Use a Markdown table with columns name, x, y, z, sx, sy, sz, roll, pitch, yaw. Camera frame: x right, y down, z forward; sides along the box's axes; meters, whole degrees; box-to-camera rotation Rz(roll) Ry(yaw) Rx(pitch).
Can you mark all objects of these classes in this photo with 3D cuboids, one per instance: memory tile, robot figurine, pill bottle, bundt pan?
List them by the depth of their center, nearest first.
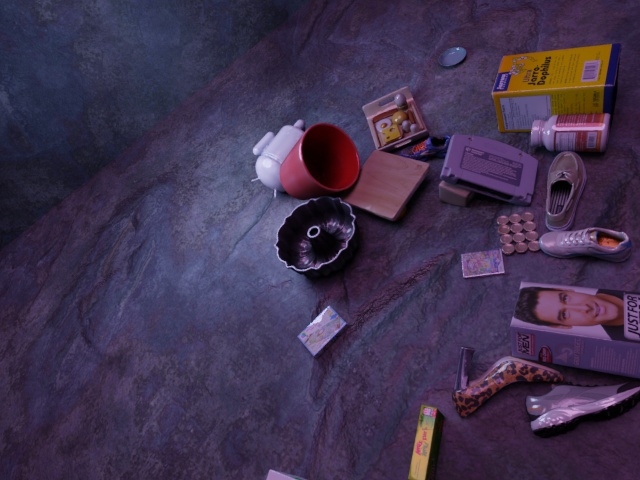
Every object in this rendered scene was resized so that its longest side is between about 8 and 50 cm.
| name | x | y | z | sx | sy | sz | roll | pitch | yaw |
| --- | --- | --- | --- | --- | --- | --- | --- | --- | --- |
| memory tile | 0.621 | -0.023 | 1.398 | 0.113 | 0.012 | 0.148 | -9 | 55 | 20 |
| pill bottle | 0.813 | -0.351 | 1.451 | 0.216 | 0.121 | 0.121 | 9 | 63 | 34 |
| bundt pan | 0.000 | 0.000 | 1.663 | 0.331 | 0.124 | 0.330 | -15 | 52 | 19 |
| robot figurine | -0.147 | -0.359 | 1.946 | 0.300 | 0.200 | 0.353 | 32 | 76 | 12 |

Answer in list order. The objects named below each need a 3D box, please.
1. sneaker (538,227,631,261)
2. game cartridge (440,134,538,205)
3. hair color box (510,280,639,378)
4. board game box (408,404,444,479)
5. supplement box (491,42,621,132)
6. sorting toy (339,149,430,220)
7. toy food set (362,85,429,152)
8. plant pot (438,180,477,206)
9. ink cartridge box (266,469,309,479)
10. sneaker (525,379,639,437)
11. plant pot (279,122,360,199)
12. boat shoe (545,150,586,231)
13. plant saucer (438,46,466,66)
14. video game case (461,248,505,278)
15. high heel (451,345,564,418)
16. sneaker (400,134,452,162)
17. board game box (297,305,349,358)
| name | x | y | z | sx | sy | sz | roll | pitch | yaw |
| --- | --- | --- | --- | --- | --- | --- | --- | --- | --- |
| sneaker | 0.745 | 0.001 | 1.262 | 0.229 | 0.092 | 0.087 | 4 | 62 | 33 |
| game cartridge | 0.564 | -0.245 | 1.482 | 0.297 | 0.062 | 0.198 | 19 | 61 | 5 |
| hair color box | 0.682 | 0.216 | 1.092 | 0.375 | 0.113 | 0.185 | 3 | 35 | 32 |
| board game box | 0.277 | 0.532 | 1.152 | 0.043 | 0.092 | 0.181 | 2 | 59 | 30 |
| supplement box | 0.801 | -0.511 | 1.520 | 0.357 | 0.194 | 0.195 | 8 | 63 | 33 |
| sorting toy | 0.250 | -0.196 | 1.682 | 0.257 | 0.089 | 0.255 | 25 | 73 | 39 |
| toy food set | 0.307 | -0.507 | 1.867 | 0.220 | 0.092 | 0.306 | -21 | 50 | 15 |
| plant pot | 0.483 | -0.181 | 1.536 | 0.096 | 0.109 | 0.109 | 35 | 79 | 28 |
| ink cartridge box | -0.009 | 0.726 | 1.107 | 0.270 | 0.198 | 0.197 | 3 | 61 | 31 |
| sneaker | 0.627 | 0.378 | 1.062 | 0.272 | 0.100 | 0.108 | -23 | 44 | 14 |
| plant pot | -0.023 | -0.285 | 1.741 | 0.243 | 0.275 | 0.274 | -22 | 43 | 54 |
| boat shoe | 0.756 | -0.167 | 1.371 | 0.109 | 0.094 | 0.302 | 3 | 60 | 31 |
| plant saucer | 0.586 | -0.808 | 1.968 | 0.119 | 0.021 | 0.119 | -15 | 51 | 20 |
| video game case | 0.510 | 0.073 | 1.398 | 0.122 | 0.011 | 0.087 | -10 | 54 | 23 |
| high heel | 0.484 | 0.395 | 1.162 | 0.261 | 0.093 | 0.186 | 8 | 84 | 20 |
| sneaker | 0.413 | -0.359 | 1.706 | 0.221 | 0.087 | 0.083 | -9 | 54 | 24 |
| board game box | 0.009 | 0.308 | 1.505 | 0.154 | 0.026 | 0.103 | -44 | 48 | -4 |
